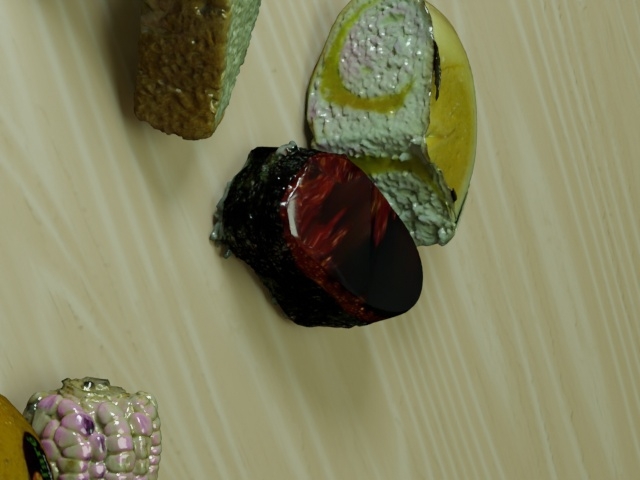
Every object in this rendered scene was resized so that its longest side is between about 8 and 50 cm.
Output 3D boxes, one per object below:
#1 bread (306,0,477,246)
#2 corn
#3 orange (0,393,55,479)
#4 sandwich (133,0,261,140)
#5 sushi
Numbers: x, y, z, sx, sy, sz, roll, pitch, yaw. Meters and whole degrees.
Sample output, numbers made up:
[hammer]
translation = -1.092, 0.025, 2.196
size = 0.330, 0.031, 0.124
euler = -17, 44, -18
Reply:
[bread]
translation = 0.085, -0.124, 1.778
size = 0.156, 0.158, 0.261
euler = 9, 83, -61
[corn]
translation = -0.213, 0.288, 1.492
size = 0.126, 0.126, 0.335
euler = 1, 95, -49
[orange]
translation = -0.326, 0.213, 1.248
size = 0.274, 0.274, 0.274
euler = -7, 99, -48
[sandwich]
translation = -0.097, -0.273, 1.543
size = 0.254, 0.099, 0.288
euler = -76, 175, -48
[sushi]
translation = 0.000, 0.000, 1.709
size = 0.225, 0.126, 0.136
euler = 44, 63, -35
